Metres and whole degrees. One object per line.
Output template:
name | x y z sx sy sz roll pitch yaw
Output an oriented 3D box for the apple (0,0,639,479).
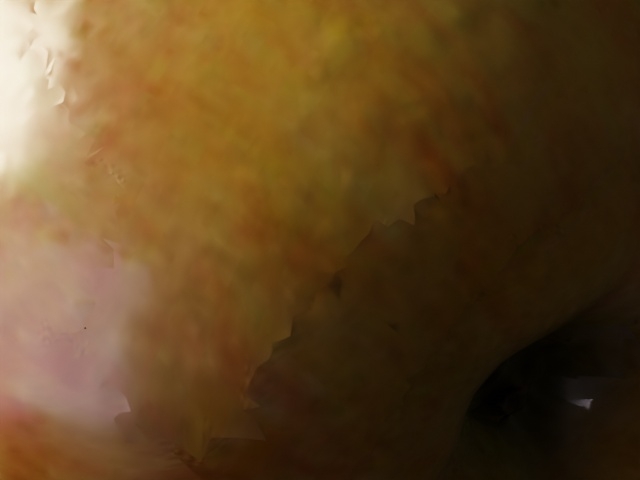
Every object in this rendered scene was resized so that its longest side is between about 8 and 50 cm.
apple | 0.000 0.000 0.673 0.346 0.391 0.391 28 133 53
